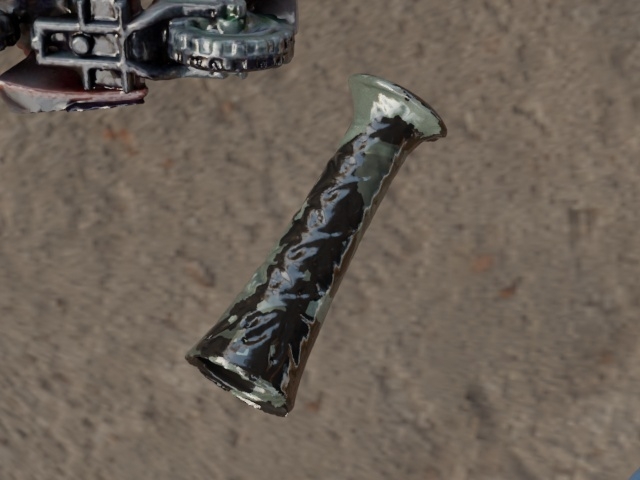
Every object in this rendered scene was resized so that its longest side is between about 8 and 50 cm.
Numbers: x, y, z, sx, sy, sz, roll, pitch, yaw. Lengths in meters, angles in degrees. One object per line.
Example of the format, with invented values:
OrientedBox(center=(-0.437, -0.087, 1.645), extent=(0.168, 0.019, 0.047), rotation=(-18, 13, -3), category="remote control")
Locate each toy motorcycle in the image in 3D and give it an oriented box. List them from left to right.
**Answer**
OrientedBox(center=(-0.112, -0.118, 1.001), extent=(0.213, 0.122, 0.082), rotation=(5, 122, 11), category="toy motorcycle")

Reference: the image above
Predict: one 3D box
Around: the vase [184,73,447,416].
OrientedBox(center=(0.000, 0.000, 0.914), extent=(0.059, 0.059, 0.167), rotation=(33, 74, -14), category="vase")

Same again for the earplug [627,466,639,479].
OrientedBox(center=(0.155, 0.171, 0.829), extent=(0.273, 0.132, 0.132), rotation=(-40, 100, -12), category="earplug")
